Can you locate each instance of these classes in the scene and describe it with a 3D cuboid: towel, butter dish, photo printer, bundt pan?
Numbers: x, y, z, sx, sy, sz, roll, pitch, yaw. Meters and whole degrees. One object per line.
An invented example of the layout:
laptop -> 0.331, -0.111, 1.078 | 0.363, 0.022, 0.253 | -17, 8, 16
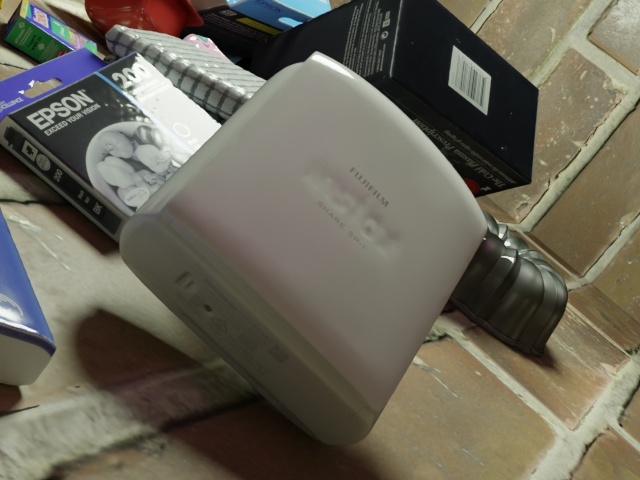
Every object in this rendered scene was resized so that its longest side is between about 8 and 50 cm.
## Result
towel -> -0.125, -0.145, 1.230 | 0.235, 0.121, 0.283 | 27, 11, 5
butter dish -> -0.280, -0.329, 1.535 | 0.160, 0.118, 0.160 | 8, -20, 22
photo printer -> 0.008, -0.013, 0.905 | 0.256, 0.107, 0.307 | 45, 47, -7
bundt pan -> 0.282, 0.040, 1.739 | 0.331, 0.124, 0.331 | 35, 13, -10

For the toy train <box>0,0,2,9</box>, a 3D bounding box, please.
toy train -> -0.410, -0.330, 1.221 | 0.166, 0.125, 0.046 | 25, -14, -31

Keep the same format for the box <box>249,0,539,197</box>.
box -> 0.108, -0.197, 1.587 | 0.343, 0.312, 0.179 | 29, 60, -38

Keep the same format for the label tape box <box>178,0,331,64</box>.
label tape box -> -0.120, -0.382, 1.686 | 0.347, 0.115, 0.249 | 0, -8, 45

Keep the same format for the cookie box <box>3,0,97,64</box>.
cookie box -> -0.329, -0.243, 1.267 | 0.107, 0.040, 0.092 | 31, 16, -25

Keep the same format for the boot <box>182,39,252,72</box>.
boot -> -0.154, -0.269, 1.683 | 0.207, 0.094, 0.246 | 32, 20, -37

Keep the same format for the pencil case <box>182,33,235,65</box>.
pencil case -> -0.096, -0.164, 1.435 | 0.284, 0.124, 0.124 | 36, 14, -2

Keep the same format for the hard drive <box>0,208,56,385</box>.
hard drive -> -0.307, -0.045, 0.676 | 0.210, 0.040, 0.319 | 26, 18, -42

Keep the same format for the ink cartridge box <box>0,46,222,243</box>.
ink cartridge box -> -0.208, -0.113, 1.003 | 0.208, 0.045, 0.206 | 39, 36, 5
